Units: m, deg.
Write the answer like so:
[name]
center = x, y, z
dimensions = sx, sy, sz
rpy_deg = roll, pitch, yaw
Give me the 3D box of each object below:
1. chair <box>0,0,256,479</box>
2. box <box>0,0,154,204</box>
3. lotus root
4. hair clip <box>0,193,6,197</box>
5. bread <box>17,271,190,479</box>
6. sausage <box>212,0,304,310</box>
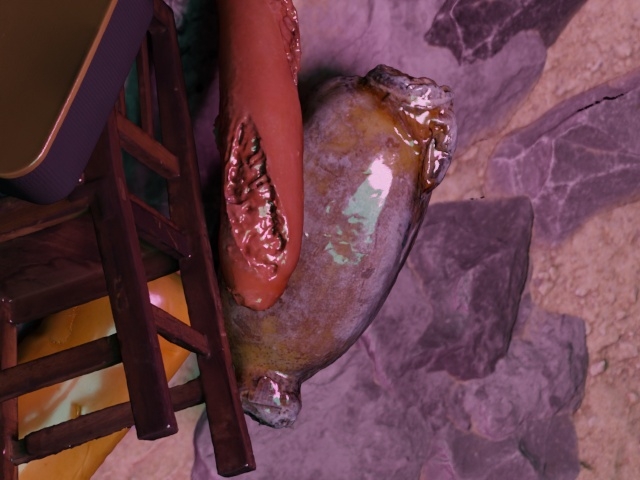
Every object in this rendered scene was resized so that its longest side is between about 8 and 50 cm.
[chair]
center = -0.225, 0.001, 1.468
dimensions = 0.240, 0.416, 0.203
rpy_deg = -18, 158, 16
[box]
center = -0.220, -0.135, 1.354
dimensions = 0.090, 0.144, 0.201
rpy_deg = 57, 53, -68
[lotus root]
center = -0.002, -0.001, 1.650
dimensions = 0.175, 0.175, 0.349
rpy_deg = 20, 100, -35
[hair clip]
center = -0.312, -0.083, 1.505
dimensions = 0.049, 0.049, 0.173
rpy_deg = -44, 125, -12
[bread]
center = -0.219, 0.138, 1.607
dimensions = 0.305, 0.091, 0.142
rpy_deg = -51, 130, -6
[sausage]
center = -0.052, -0.103, 1.546
dimensions = 0.079, 0.087, 0.327
rpy_deg = 3, 73, -15
